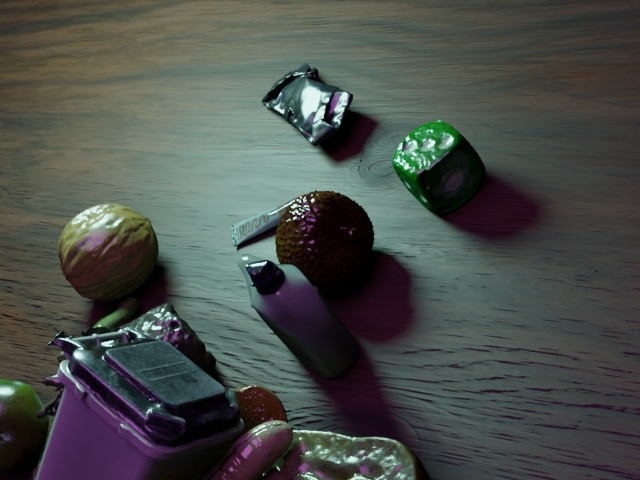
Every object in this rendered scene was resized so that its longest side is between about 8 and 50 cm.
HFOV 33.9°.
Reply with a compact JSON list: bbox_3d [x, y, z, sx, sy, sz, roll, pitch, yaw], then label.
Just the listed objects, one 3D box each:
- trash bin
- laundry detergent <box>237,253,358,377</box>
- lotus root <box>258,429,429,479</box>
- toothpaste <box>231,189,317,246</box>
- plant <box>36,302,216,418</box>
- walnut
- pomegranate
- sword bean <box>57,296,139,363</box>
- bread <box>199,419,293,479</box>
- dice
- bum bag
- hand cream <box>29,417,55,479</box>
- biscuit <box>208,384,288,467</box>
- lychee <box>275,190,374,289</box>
[{"bbox_3d":[-0.340,0.353,1.737,0.296,0.255,0.368,34,108,23],"label":"trash bin"},{"bbox_3d":[-0.060,0.108,1.824,0.105,0.280,0.215,-45,45,-6],"label":"laundry detergent"},{"bbox_3d":[-0.003,0.454,1.644,0.390,0.111,0.375,-37,40,2],"label":"lotus root"},{"bbox_3d":[-0.093,-0.048,2.145,0.205,0.036,0.056,-24,48,18],"label":"toothpaste"},{"bbox_3d":[-0.361,0.265,1.946,0.320,0.194,0.181,-41,41,-8],"label":"plant"},{"bbox_3d":[-0.441,0.021,2.196,0.213,0.213,0.213,-16,49,20],"label":"walnut"},{"bbox_3d":[-0.620,0.352,2.066,0.180,0.180,0.210,-34,11,3],"label":"pomegranate"},{"bbox_3d":[-0.433,0.174,2.068,0.043,0.038,0.269,-32,6,29],"label":"sword bean"},{"bbox_3d":[-0.134,0.368,1.698,0.214,0.053,0.073,-43,67,-6],"label":"bread"},{"bbox_3d":[0.219,-0.136,1.958,0.128,0.131,0.120,-42,43,-3],"label":"dice"},{"bbox_3d":[-0.026,-0.300,2.274,0.137,0.074,0.310,-50,40,4],"label":"bum bag"},{"bbox_3d":[-0.500,0.369,2.040,0.095,0.059,0.276,-26,37,57],"label":"hand cream"},{"bbox_3d":[-0.137,0.336,1.823,0.170,0.050,0.170,0,80,1],"label":"biscuit"},{"bbox_3d":[0.006,0.001,1.949,0.194,0.194,0.195,-16,49,20],"label":"lychee"}]
